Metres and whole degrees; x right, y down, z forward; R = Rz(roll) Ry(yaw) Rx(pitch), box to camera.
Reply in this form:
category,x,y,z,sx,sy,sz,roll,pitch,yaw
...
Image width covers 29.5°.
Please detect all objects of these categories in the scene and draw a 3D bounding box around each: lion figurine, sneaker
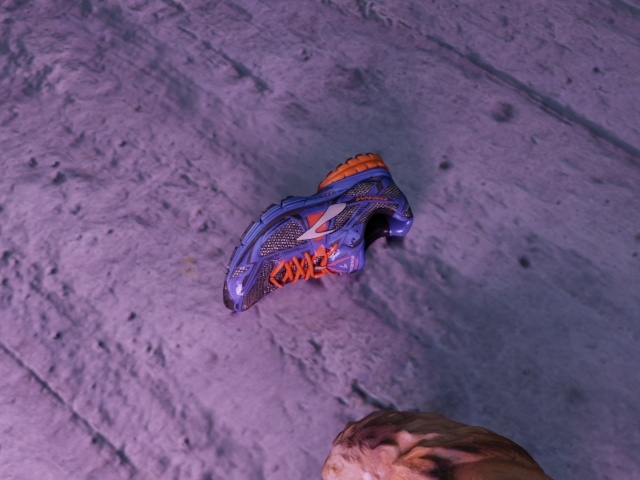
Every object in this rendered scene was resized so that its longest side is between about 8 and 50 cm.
category,x,y,z,sx,sy,sz,roll,pitch,yaw
lion figurine,0.140,0.228,0.810,0.240,0.392,0.142,29,89,-12
sneaker,0.000,0.000,1.132,0.221,0.083,0.087,-36,67,-24
